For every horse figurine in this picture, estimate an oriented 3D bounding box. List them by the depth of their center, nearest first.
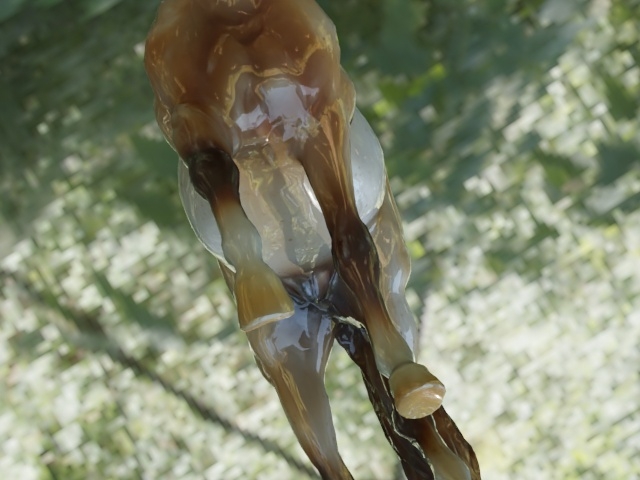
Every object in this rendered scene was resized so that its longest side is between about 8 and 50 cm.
[{"bbox_3d":[0.000,0.000,0.537,0.066,0.174,0.263,-21,143,2],"label":"horse figurine"}]
